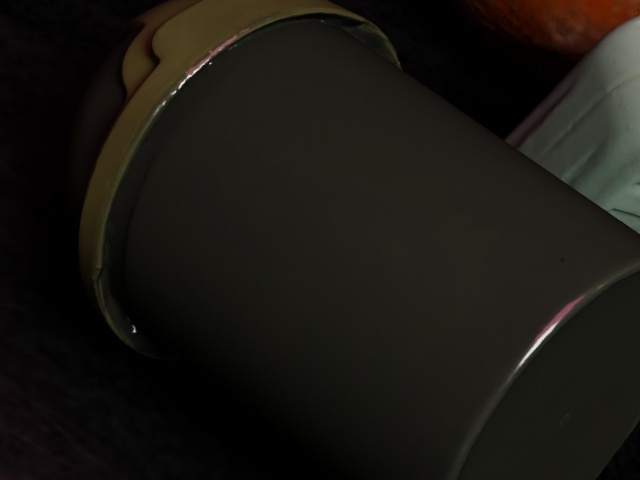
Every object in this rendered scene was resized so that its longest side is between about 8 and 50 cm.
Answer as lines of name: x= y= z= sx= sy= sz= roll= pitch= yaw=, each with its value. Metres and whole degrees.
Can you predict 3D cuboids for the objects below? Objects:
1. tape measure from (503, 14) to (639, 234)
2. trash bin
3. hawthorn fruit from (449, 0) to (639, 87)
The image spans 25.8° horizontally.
tape measure: x=0.202 y=-0.019 z=0.838 sx=0.246 sy=0.243 sz=0.125 roll=14 pitch=52 yaw=-25
trash bin: x=0.000 y=0.000 z=0.717 sx=0.214 sy=0.214 sz=0.334 roll=-25 pitch=50 yaw=-37
hawthorn fruit: x=0.211 y=-0.233 z=0.981 sx=0.284 sy=0.284 sz=0.284 roll=13 pitch=51 yaw=-17
